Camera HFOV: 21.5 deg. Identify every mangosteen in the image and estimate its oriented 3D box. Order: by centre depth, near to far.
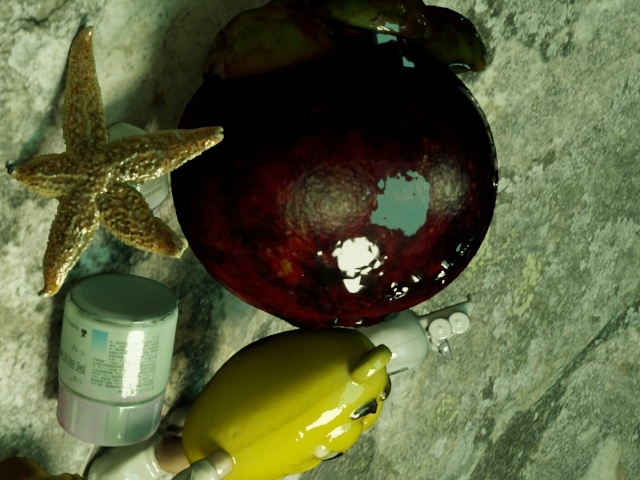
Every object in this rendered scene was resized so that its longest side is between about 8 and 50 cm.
[{"bbox_3d":[0.020,-0.103,1.937,0.381,0.381,0.421,47,43,-54],"label":"mangosteen"}]

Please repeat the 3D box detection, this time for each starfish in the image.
[{"bbox_3d":[-0.217,-0.079,1.794,0.048,0.231,0.295,24,72,-77],"label":"starfish"}]

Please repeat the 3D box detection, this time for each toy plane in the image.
[{"bbox_3d":[0.096,0.131,2.344,0.252,0.252,0.118,-22,95,-45],"label":"toy plane"}]

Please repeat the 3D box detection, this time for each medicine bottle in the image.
[{"bbox_3d":[-0.212,-0.066,1.907,0.055,0.074,0.118,-36,138,-36],"label":"medicine bottle"},{"bbox_3d":[-0.238,0.139,1.957,0.135,0.135,0.169,-18,125,-47],"label":"medicine bottle"}]

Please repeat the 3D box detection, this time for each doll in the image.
[{"bbox_3d":[-0.104,0.227,2.024,0.348,0.423,0.161,-34,97,-16],"label":"doll"}]

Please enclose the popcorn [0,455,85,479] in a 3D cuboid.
[{"bbox_3d":[-0.332,0.396,1.924,0.265,0.225,0.332,-66,143,-56],"label":"popcorn"}]
